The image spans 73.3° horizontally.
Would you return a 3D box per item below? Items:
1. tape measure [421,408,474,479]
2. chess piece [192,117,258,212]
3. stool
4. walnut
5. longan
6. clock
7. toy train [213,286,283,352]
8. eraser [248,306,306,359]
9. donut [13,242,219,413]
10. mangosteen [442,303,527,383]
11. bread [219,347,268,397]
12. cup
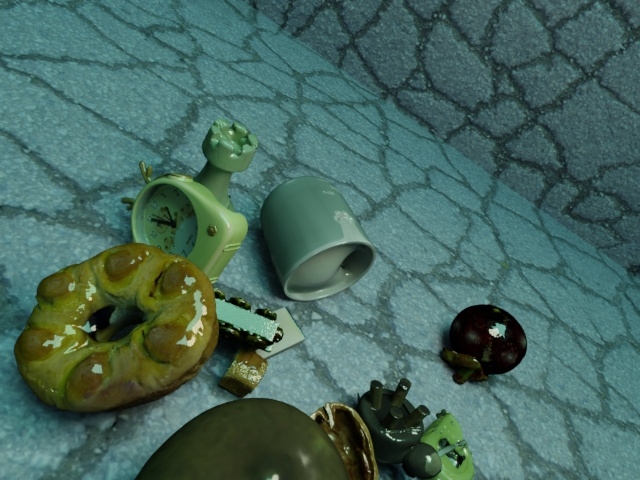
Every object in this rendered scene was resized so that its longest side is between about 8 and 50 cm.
[{"bbox_3d":[0.295,0.515,1.029,0.178,0.087,0.154,-15,61,-44],"label":"tape measure"},{"bbox_3d":[-0.271,-0.155,1.094,0.195,0.299,0.194,22,40,-20],"label":"chess piece"},{"bbox_3d":[0.177,0.410,0.966,0.228,0.139,0.153,26,26,14],"label":"stool"},{"bbox_3d":[0.024,0.449,0.880,0.167,0.087,0.211,4,53,-29],"label":"walnut"},{"bbox_3d":[-0.118,0.407,0.616,0.361,0.361,0.360,22,40,-20],"label":"longan"},{"bbox_3d":[-0.333,-0.044,0.996,0.308,0.235,0.096,43,21,13],"label":"clock"},{"bbox_3d":[-0.194,0.176,0.929,0.226,0.137,0.090,25,61,-10],"label":"toy train"},{"bbox_3d":[-0.117,0.228,1.048,0.151,0.023,0.103,-14,60,-45],"label":"eraser"},{"bbox_3d":[-0.343,0.155,0.755,0.318,0.150,0.299,15,59,7],"label":"donut"},{"bbox_3d":[0.488,0.321,1.303,0.228,0.228,0.265,40,75,3],"label":"mangosteen"},{"bbox_3d":[-0.163,0.280,0.915,0.070,0.076,0.083,36,38,-8],"label":"bread"},{"bbox_3d":[0.000,0.000,1.227,0.357,0.260,0.274,39,22,-57],"label":"cup"}]
